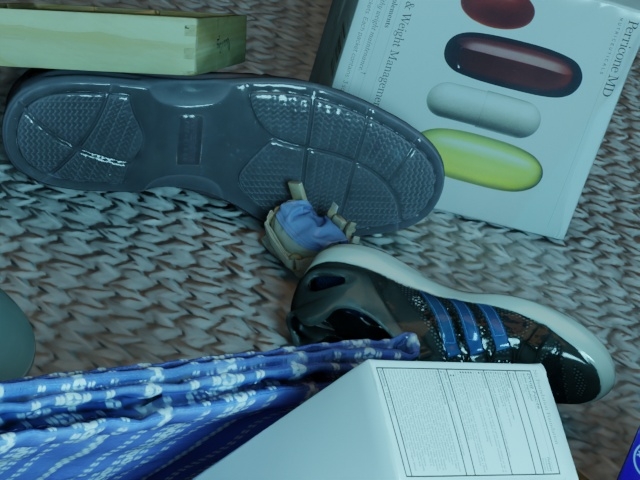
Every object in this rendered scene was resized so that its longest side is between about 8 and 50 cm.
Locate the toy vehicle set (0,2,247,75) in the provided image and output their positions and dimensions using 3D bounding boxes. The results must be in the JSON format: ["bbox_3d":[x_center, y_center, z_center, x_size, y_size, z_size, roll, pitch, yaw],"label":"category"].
[{"bbox_3d":[-0.146,-0.137,1.340,0.166,0.035,0.267,3,7,5],"label":"toy vehicle set"}]

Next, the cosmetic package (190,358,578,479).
[{"bbox_3d":[-0.007,0.123,0.869,0.099,0.239,0.060,7,59,-38],"label":"cosmetic package"}]

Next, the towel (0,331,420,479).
[{"bbox_3d":[-0.143,0.109,0.865,0.336,0.243,0.040,-4,70,-37],"label":"towel"}]

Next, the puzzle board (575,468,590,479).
[{"bbox_3d":[0.107,0.149,1.145,0.128,0.011,0.096,-9,36,-42],"label":"puzzle board"}]

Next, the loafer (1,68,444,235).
[{"bbox_3d":[-0.065,-0.078,1.368,0.302,0.109,0.095,8,24,-12],"label":"loafer"}]

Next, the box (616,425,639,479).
[{"bbox_3d":[0.216,0.171,1.041,0.137,0.126,0.072,32,29,27],"label":"box"}]

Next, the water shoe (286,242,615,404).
[{"bbox_3d":[0.077,0.072,1.228,0.203,0.073,0.080,19,48,11],"label":"water shoe"}]

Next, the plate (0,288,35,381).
[{"bbox_3d":[-0.251,0.037,1.122,0.188,0.024,0.188,15,27,-8],"label":"plate"}]

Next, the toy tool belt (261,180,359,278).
[{"bbox_3d":[0.000,0.000,1.313,0.052,0.051,0.083,-11,39,-43],"label":"toy tool belt"}]

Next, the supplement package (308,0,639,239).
[{"bbox_3d":[0.108,-0.135,1.476,0.203,0.194,0.149,13,28,-8],"label":"supplement package"}]
